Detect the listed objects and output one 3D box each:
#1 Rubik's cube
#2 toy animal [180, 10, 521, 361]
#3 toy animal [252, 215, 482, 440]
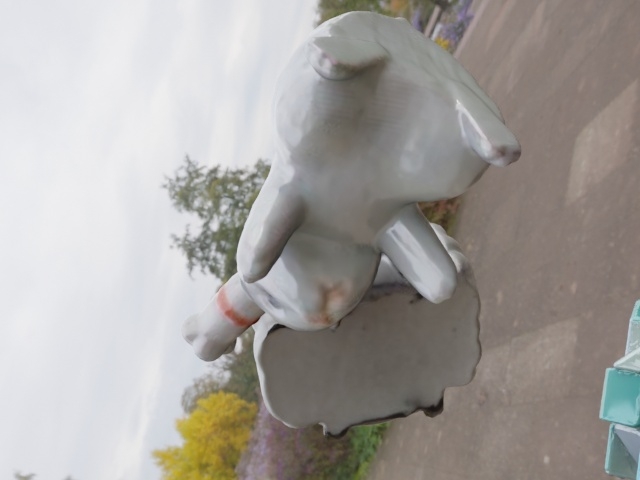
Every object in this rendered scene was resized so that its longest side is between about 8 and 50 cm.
[{"bbox_3d":[0.445,0.183,0.703,0.265,0.224,0.213,23,-105,-47],"label":"Rubik's cube"},{"bbox_3d":[0.005,0.001,0.411,0.138,0.140,0.283,-111,40,-58],"label":"toy animal"},{"bbox_3d":[0.037,0.074,0.612,0.156,0.208,0.204,-113,10,-63],"label":"toy animal"}]
